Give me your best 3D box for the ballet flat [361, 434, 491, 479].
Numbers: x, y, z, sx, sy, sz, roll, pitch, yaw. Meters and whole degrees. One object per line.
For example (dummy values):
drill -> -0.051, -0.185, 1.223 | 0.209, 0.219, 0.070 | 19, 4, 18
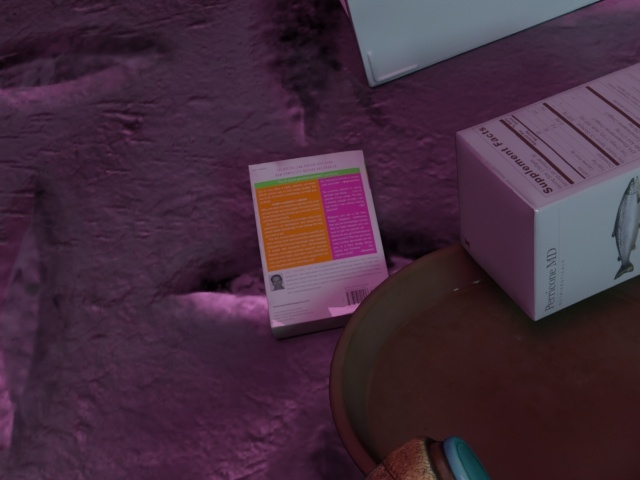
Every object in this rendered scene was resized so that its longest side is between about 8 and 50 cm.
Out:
ballet flat -> 0.115, 0.264, 0.580 | 0.123, 0.123, 0.348 | -31, 65, -6

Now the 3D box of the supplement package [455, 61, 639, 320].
supplement package -> 0.197, -0.040, 0.809 | 0.179, 0.105, 0.105 | -22, 43, -15

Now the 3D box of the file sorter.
file sorter -> 0.128, -0.295, 0.949 | 0.278, 0.193, 0.173 | -21, 56, 0

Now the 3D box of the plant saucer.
plant saucer -> 0.145, 0.097, 0.771 | 0.278, 0.041, 0.277 | -6, 41, 5

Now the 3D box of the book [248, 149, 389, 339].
book -> 0.000, 0.000, 0.904 | 0.096, 0.035, 0.144 | -11, 60, 2
